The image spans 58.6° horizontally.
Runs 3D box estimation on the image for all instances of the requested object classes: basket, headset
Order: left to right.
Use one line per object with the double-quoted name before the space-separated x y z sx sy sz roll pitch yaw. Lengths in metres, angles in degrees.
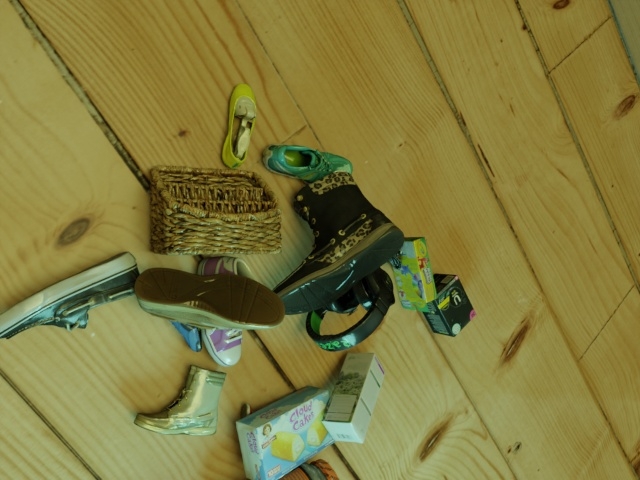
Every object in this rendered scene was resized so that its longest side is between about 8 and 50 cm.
"basket" -0.244 -0.076 1.369 0.299 0.213 0.223 1 90 -31
"headset" 0.116 0.149 1.582 0.185 0.243 0.394 49 50 -28

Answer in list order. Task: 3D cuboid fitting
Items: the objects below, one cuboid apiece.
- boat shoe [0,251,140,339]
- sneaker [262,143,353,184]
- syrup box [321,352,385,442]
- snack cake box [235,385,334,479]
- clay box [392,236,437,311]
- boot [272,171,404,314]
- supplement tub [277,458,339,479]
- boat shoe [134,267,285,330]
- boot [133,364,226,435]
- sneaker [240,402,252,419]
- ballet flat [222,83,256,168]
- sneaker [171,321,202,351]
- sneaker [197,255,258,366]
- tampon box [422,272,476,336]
"boat shoe" -0.540 0.141 1.243 0.335 0.121 0.119 -29 100 -30
"sneaker" -0.022 -0.206 1.563 0.275 0.110 0.107 5 87 -31
"syrup box" 0.097 0.430 1.582 0.096 0.093 0.237 62 37 -31
"snack cake box" -0.084 0.503 1.500 0.264 0.089 0.152 -15 98 -45
"clay box" 0.281 0.102 1.733 0.053 0.127 0.222 -19 100 -30
"boot" 0.000 0.000 1.505 0.377 0.284 0.138 -35 142 6
"supplement tub" -0.103 0.700 1.462 0.315 0.193 0.194 -15 98 -29
"boat shoe" -0.252 0.146 1.318 0.340 0.110 0.122 14 54 -3
"boot" -0.338 0.385 1.392 0.213 0.077 0.165 16 82 -35
"sneaker" -0.175 0.485 1.507 0.066 0.042 0.119 -1 98 -27
"ballet flat" -0.200 -0.299 1.475 0.077 0.077 0.231 14 83 -29
"sneaker" -0.348 0.181 1.399 0.082 0.069 0.210 -16 102 -8
"sneaker" -0.214 0.178 1.407 0.102 0.160 0.282 -19 102 -54
"tampon box" 0.397 0.204 1.816 0.120 0.101 0.161 -38 109 -25
